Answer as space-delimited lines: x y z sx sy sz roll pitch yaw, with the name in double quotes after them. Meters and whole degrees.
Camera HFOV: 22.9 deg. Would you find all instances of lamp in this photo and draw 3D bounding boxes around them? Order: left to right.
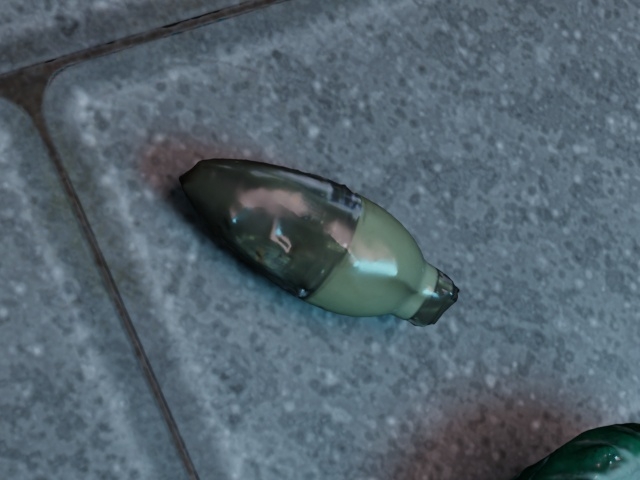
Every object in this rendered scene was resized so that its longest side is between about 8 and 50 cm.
0.000 0.000 1.278 0.250 0.101 0.101 29 63 -16 "lamp"

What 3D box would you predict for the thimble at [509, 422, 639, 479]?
0.250 0.281 1.281 0.254 0.167 0.288 51 51 3 "thimble"
